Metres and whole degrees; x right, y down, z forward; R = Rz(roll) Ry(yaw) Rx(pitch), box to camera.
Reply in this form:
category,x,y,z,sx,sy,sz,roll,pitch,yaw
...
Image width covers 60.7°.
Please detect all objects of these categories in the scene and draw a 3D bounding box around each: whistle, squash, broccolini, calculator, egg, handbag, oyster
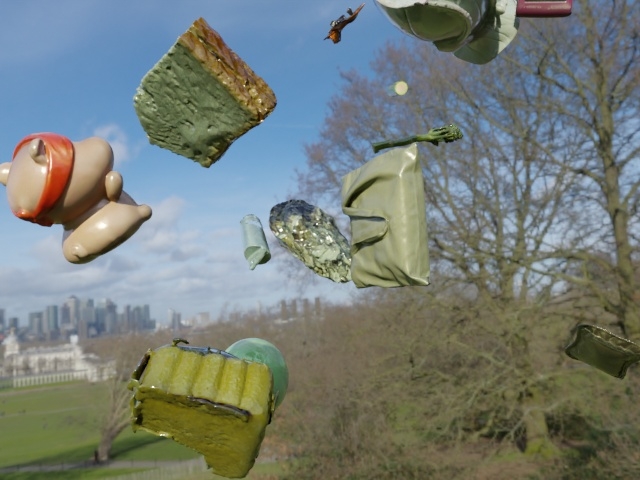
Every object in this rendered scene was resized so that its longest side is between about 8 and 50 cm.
category,x,y,z,sx,sy,sz,roll,pitch,yaw
whistle,-0.161,0.000,1.327,0.062,0.062,0.312,-4,17,-9
squash,0.152,-0.305,1.103,0.027,0.028,0.083,-4,11,-8
broccolini,0.351,-0.362,1.999,0.391,0.074,0.079,-14,34,-20
calculator,0.516,-0.608,1.238,0.126,0.191,0.034,4,20,9
egg,-0.203,0.405,1.608,0.220,0.221,0.270,-4,-49,-11
handbag,0.145,-0.044,1.272,0.108,0.316,0.253,-3,-6,-35
oyster,0.001,0.005,1.564,0.351,0.162,0.158,37,-1,28

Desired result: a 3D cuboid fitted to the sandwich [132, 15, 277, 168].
category,x,y,z,sx,sy,sz,roll,pitch,yaw
sandwich,-0.294,-0.323,1.303,0.325,0.262,0.131,-30,22,41

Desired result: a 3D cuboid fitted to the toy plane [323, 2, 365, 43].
category,x,y,z,sx,sy,sz,roll,pitch,yaw
toy plane,0.083,-0.782,1.943,0.188,0.062,0.135,-47,0,34

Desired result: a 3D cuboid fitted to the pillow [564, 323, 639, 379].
category,x,y,z,sx,sy,sz,roll,pitch,yaw
pillow,0.571,0.225,1.109,0.130,0.033,0.218,25,-19,23

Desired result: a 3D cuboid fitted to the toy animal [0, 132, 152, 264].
category,x,y,z,sx,sy,sz,roll,pitch,yaw
toy animal,-0.369,-0.067,0.808,0.171,0.171,0.198,-11,-53,36

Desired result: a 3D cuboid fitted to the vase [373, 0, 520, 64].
category,x,y,z,sx,sy,sz,roll,pitch,yaw
vase,0.285,-0.532,1.197,0.249,0.250,0.445,-10,-5,35

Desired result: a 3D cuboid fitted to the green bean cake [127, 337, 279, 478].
category,x,y,z,sx,sy,sz,roll,pitch,yaw
green bean cake,-0.262,0.362,1.215,0.309,0.202,0.285,19,-54,-6
